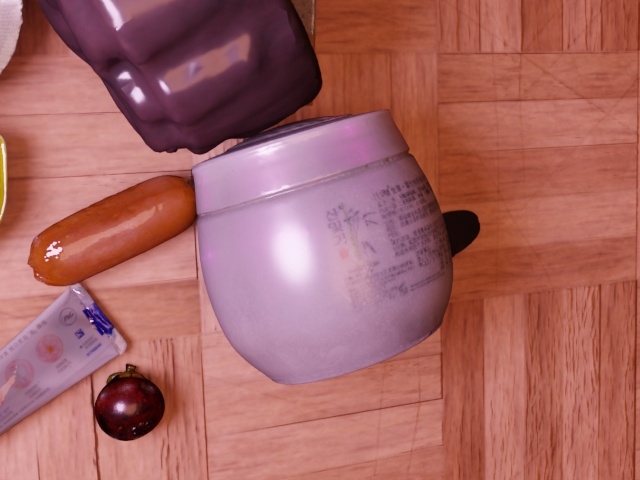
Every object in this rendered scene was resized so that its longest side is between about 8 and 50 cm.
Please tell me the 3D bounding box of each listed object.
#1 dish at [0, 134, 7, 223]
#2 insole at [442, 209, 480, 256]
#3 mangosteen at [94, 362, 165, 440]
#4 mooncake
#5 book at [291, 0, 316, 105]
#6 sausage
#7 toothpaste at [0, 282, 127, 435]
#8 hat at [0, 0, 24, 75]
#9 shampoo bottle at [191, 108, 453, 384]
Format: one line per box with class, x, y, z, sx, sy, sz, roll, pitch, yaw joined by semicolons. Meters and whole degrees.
dish;-0.413;-0.042;0.942;0.207;0.080;0.149;-41;113;-15
insole;0.133;0.006;1.214;0.188;0.004;0.064;-19;103;-19
mangosteen;-0.222;0.190;1.054;0.081;0.081;0.081;-3;97;-22
mooncake;-0.166;-0.262;0.867;0.212;0.350;0.381;-33;84;-5
book;-0.061;-0.250;1.099;0.118;0.012;0.172;-1;97;-22
sausage;-0.231;-0.011;1.024;0.197;0.076;0.076;-26;105;-16
toothpaste;-0.366;0.181;1.000;0.323;0.066;0.100;-39;104;-19
hat;-0.425;-0.243;0.896;0.252;0.110;0.252;-6;103;-28
shampoo bottle;0.000;0.000;1.014;0.273;0.273;0.266;-19;93;-20
